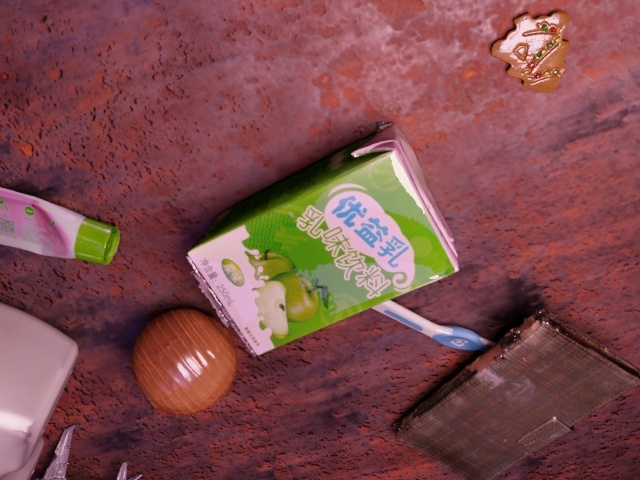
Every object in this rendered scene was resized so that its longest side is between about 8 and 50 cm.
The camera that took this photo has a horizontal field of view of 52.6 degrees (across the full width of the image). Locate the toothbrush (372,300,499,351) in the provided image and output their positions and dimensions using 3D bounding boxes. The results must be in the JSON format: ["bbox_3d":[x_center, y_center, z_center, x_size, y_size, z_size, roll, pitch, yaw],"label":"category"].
[{"bbox_3d":[0.176,0.123,0.858,0.386,0.040,0.040,27,118,-10],"label":"toothbrush"}]

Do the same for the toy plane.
[{"bbox_3d":[-0.389,0.396,0.987,0.226,0.058,0.226,-12,94,-7],"label":"toy plane"}]

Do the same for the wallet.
[{"bbox_3d":[0.248,0.220,0.865,0.169,0.044,0.317,30,128,-9],"label":"wallet"}]

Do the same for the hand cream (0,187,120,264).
[{"bbox_3d":[-0.385,-0.026,0.781,0.275,0.050,0.079,15,95,-1],"label":"hand cream"}]

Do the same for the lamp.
[{"bbox_3d":[-0.172,0.152,0.822,0.136,0.136,0.136,1,121,1],"label":"lamp"}]

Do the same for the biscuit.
[{"bbox_3d":[0.225,-0.192,0.675,0.082,0.016,0.092,-22,116,14],"label":"biscuit"}]

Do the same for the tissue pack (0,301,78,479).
[{"bbox_3d":[-0.476,0.238,0.826,0.236,0.229,0.333,23,118,-12],"label":"tissue pack"}]

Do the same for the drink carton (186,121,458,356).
[{"bbox_3d":[0.000,0.000,0.733,0.271,0.108,0.161,-25,110,17],"label":"drink carton"}]
